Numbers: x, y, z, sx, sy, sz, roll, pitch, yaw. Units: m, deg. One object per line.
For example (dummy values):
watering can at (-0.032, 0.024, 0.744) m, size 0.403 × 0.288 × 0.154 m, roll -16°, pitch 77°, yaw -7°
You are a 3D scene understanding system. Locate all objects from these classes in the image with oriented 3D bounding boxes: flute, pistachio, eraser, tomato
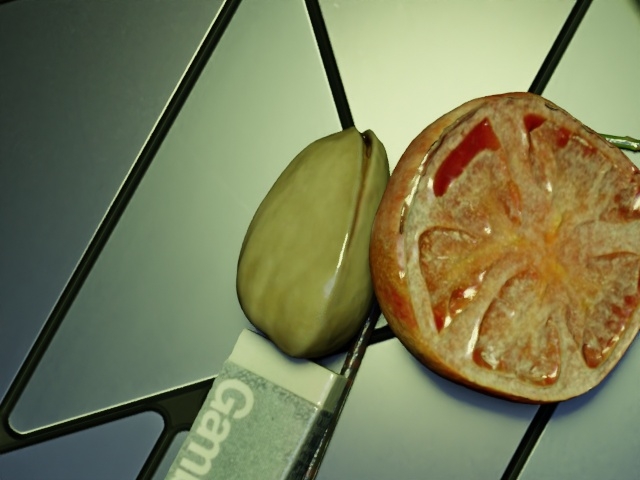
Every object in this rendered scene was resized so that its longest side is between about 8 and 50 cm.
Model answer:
flute at (0.020, 0.105, 1.332) m, size 0.014 × 0.014 × 0.269 m, roll 21°, pitch 85°, yaw 7°
pistachio at (0.000, 0.000, 1.294) m, size 0.108 × 0.126 × 0.185 m, roll 19°, pitch 75°, yaw -12°
eraser at (-0.066, 0.180, 1.308) m, size 0.092 × 0.046 × 0.212 m, roll 25°, pitch 86°, yaw 18°
tomato at (0.141, 0.005, 1.272) m, size 0.237 × 0.095 × 0.236 m, roll -1°, pitch 92°, yaw -23°

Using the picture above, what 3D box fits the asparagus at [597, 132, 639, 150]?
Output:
asparagus at (0.228, -0.077, 1.336) m, size 0.166 × 0.013 × 0.016 m, roll 8°, pitch 42°, yaw 5°
